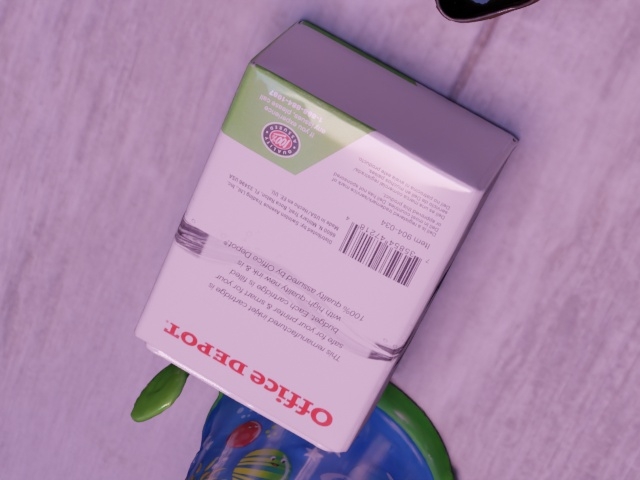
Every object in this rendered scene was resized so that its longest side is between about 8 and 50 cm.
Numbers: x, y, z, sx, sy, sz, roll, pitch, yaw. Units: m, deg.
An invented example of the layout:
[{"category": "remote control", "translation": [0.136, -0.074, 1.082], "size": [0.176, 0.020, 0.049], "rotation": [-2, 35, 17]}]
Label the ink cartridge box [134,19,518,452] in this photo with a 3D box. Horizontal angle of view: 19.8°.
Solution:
[{"category": "ink cartridge box", "translation": [0.000, 0.000, 1.433], "size": [0.198, 0.115, 0.273], "rotation": [30, 122, 6]}]

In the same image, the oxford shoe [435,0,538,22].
[{"category": "oxford shoe", "translation": [0.169, -0.213, 1.251], "size": [0.083, 0.096, 0.227], "rotation": [48, 125, -6]}]

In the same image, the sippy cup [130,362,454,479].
[{"category": "sippy cup", "translation": [-0.032, 0.249, 1.541], "size": [0.305, 0.224, 0.240], "rotation": [25, 126, 10]}]
